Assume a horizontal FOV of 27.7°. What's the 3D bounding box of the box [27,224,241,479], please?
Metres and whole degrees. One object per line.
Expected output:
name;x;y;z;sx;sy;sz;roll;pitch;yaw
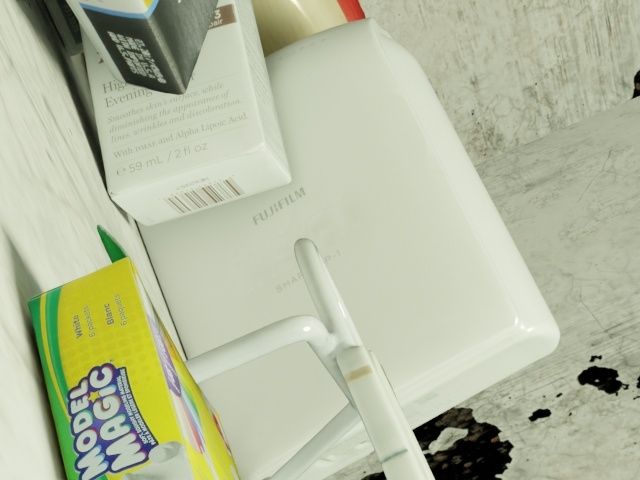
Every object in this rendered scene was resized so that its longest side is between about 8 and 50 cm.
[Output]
box;-0.049;0.087;0.421;0.105;0.043;0.179;70;-1;-47

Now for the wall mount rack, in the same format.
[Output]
wall mount rack;0.019;0.188;0.719;0.304;0.130;0.350;64;2;-66

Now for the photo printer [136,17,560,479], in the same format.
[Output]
photo printer;0.000;0.000;0.962;0.107;0.256;0.307;30;32;-60

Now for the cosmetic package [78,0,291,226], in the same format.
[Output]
cosmetic package;-0.104;-0.138;0.927;0.085;0.117;0.231;53;21;-70

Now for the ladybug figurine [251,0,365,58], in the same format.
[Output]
ladybug figurine;-0.080;-0.204;1.197;0.305;0.162;0.449;15;-32;33

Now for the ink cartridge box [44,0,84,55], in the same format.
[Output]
ink cartridge box;-0.217;-0.245;1.041;0.179;0.045;0.145;-112;-179;-57

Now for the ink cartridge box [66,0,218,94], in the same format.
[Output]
ink cartridge box;-0.090;-0.287;0.767;0.303;0.072;0.307;66;41;-69
